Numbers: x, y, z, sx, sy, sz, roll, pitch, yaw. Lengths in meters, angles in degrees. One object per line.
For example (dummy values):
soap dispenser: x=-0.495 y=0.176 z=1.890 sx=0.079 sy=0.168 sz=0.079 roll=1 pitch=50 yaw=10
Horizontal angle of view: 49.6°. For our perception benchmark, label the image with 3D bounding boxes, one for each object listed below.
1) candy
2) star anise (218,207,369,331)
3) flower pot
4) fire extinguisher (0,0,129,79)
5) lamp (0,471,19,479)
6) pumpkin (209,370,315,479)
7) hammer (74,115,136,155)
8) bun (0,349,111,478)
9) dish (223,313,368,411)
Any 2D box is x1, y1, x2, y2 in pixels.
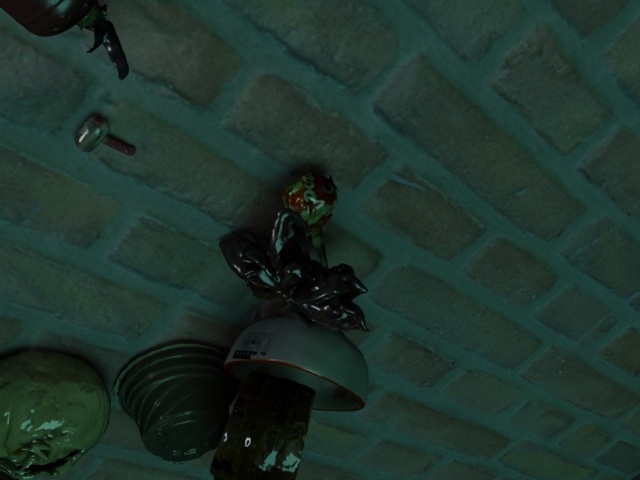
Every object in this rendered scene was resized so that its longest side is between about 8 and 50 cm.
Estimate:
candy: x=0.001 y=-0.001 z=1.126 sx=0.084 sy=0.078 sz=0.288 roll=-23 pitch=141 yaw=-7
star anise: x=-0.037 y=0.056 z=1.063 sx=0.212 sy=0.129 sz=0.283 roll=36 pitch=155 yaw=-24
flower pot: x=-0.252 y=0.309 z=1.260 sx=0.235 sy=0.140 sz=0.235 roll=-9 pitch=134 yaw=-10
fire extinguisher: x=-0.321 y=-0.301 z=0.683 sx=0.114 sy=0.135 sz=0.337 roll=-32 pitch=135 yaw=17
lamp: x=-0.649 y=0.412 z=1.244 sx=0.089 sy=0.090 sz=0.325 roll=-16 pitch=135 yaw=-6
pumpkin: x=-0.100 y=0.356 z=1.171 sx=0.139 sy=0.222 sz=0.317 roll=21 pitch=154 yaw=0
hammer: x=-0.283 y=-0.132 z=0.927 sx=0.052 sy=0.031 sz=0.083 roll=-41 pitch=142 yaw=22
bun: x=-0.482 y=0.314 z=1.174 sx=0.259 sy=0.152 sz=0.259 roll=-10 pitch=131 yaw=-12
dish: x=-0.033 y=0.208 z=1.226 sx=0.256 sy=0.117 sz=0.256 roll=14 pitch=152 yaw=7
